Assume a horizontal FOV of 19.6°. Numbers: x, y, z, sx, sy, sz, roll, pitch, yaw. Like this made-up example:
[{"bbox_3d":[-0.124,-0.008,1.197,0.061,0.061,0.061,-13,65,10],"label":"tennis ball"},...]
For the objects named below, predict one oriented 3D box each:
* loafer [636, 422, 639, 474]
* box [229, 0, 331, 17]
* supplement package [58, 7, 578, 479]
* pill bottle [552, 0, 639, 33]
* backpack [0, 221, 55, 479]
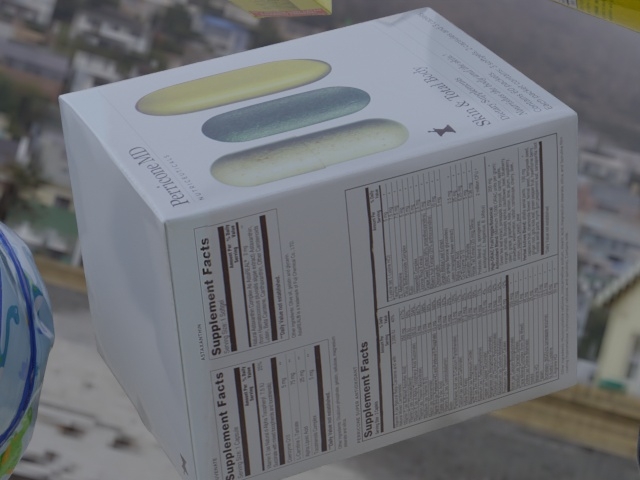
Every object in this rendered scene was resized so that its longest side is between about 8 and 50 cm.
[{"bbox_3d":[0.262,0.002,0.983,0.095,0.302,0.109,18,-16,29],"label":"loafer"},{"bbox_3d":[-0.056,-0.253,1.706,0.087,0.058,0.232,0,-3,13],"label":"box"},{"bbox_3d":[0.000,0.000,1.168,0.262,0.198,0.199,-16,31,-19],"label":"supplement package"},{"bbox_3d":[0.182,-0.211,1.235,0.215,0.117,0.117,23,-1,16],"label":"pill bottle"},{"bbox_3d":[-0.349,0.071,1.170,0.355,0.290,0.273,4,-18,0],"label":"backpack"}]
